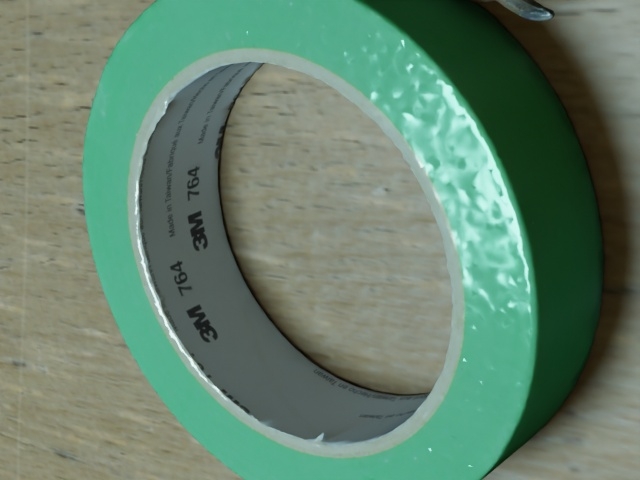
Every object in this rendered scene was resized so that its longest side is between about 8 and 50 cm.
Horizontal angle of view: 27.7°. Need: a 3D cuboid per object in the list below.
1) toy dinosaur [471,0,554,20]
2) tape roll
[{"bbox_3d":[0.072,-0.188,0.507,0.127,0.295,0.200,-22,95,13],"label":"toy dinosaur"},{"bbox_3d":[0.000,0.000,0.742,0.321,0.077,0.321,17,119,34],"label":"tape roll"}]
